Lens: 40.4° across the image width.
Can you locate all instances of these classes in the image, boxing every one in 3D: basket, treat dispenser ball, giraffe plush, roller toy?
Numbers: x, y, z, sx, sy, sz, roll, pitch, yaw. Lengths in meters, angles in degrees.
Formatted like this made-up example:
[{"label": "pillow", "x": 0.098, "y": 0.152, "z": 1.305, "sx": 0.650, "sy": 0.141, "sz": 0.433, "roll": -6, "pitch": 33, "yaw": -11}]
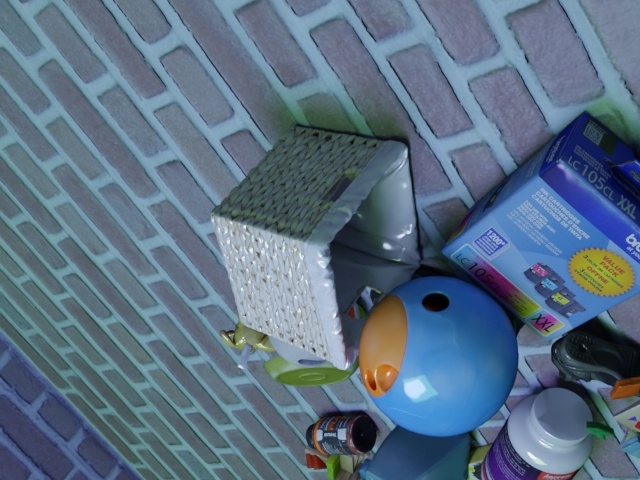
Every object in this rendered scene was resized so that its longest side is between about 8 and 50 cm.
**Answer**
[{"label": "basket", "x": 0.000, "y": 0.000, "z": 1.666, "sx": 0.267, "sy": 0.328, "sz": 0.331, "roll": 16, "pitch": 138, "yaw": 27}, {"label": "treat dispenser ball", "x": 0.211, "y": 0.207, "z": 1.572, "sx": 0.288, "sy": 0.288, "sz": 0.288, "roll": 21, "pitch": 140, "yaw": 19}, {"label": "giraffe plush", "x": -0.155, "y": 0.217, "z": 2.161, "sx": 0.181, "sy": 0.210, "sz": 0.170, "roll": 36, "pitch": 171, "yaw": -4}, {"label": "roller toy", "x": -0.022, "y": 0.184, "z": 1.979, "sx": 0.209, "sy": 0.191, "sz": 0.146, "roll": 38, "pitch": 143, "yaw": -3}]

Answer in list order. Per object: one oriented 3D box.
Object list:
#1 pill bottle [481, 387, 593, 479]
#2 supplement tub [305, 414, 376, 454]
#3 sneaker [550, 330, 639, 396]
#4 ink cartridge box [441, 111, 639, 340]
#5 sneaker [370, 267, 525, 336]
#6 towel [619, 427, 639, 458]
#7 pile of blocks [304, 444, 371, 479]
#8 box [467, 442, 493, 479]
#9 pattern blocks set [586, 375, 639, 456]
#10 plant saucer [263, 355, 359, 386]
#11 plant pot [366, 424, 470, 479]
[{"label": "pill bottle", "x": 0.473, "y": 0.455, "z": 1.888, "sx": 0.182, "sy": 0.181, "sz": 0.323, "roll": 26, "pitch": 141, "yaw": 13}, {"label": "supplement tub", "x": 0.049, "y": 0.527, "z": 2.350, "sx": 0.198, "sy": 0.106, "sz": 0.106, "roll": -16, "pitch": 119, "yaw": 45}, {"label": "sneaker", "x": 0.552, "y": 0.245, "z": 1.698, "sx": 0.228, "sy": 0.087, "sz": 0.130, "roll": 20, "pitch": 165, "yaw": -5}, {"label": "ink cartridge box", "x": 0.431, "y": -0.025, "z": 1.455, "sx": 0.270, "sy": 0.151, "sz": 0.395, "roll": 39, "pitch": 141, "yaw": -4}, {"label": "sneaker", "x": 0.240, "y": 0.150, "z": 1.786, "sx": 0.341, "sy": 0.139, "sz": 0.125, "roll": 10, "pitch": 138, "yaw": 32}, {"label": "towel", "x": 0.707, "y": 0.434, "z": 1.812, "sx": 0.148, "sy": 0.027, "sz": 0.110, "roll": 21, "pitch": 140, "yaw": 18}, {"label": "pile of blocks", "x": 0.099, "y": 0.677, "z": 2.462, "sx": 0.362, "sy": 0.112, "sz": 0.149, "roll": 34, "pitch": 142, "yaw": 3}, {"label": "box", "x": 0.390, "y": 0.566, "z": 2.167, "sx": 0.087, "sy": 0.058, "sz": 0.232, "roll": 43, "pitch": 142, "yaw": -8}, {"label": "pattern blocks set", "x": 0.666, "y": 0.315, "z": 1.642, "sx": 0.285, "sy": 0.026, "sz": 0.325, "roll": 34, "pitch": 130, "yaw": -29}, {"label": "plant saucer", "x": -0.019, "y": 0.319, "z": 2.132, "sx": 0.241, "sy": 0.037, "sz": 0.241, "roll": -4, "pitch": 157, "yaw": -2}, {"label": "plant pot", "x": 0.222, "y": 0.553, "z": 2.092, "sx": 0.165, "sy": 0.234, "sz": 0.165, "roll": 24, "pitch": 129, "yaw": 37}]
